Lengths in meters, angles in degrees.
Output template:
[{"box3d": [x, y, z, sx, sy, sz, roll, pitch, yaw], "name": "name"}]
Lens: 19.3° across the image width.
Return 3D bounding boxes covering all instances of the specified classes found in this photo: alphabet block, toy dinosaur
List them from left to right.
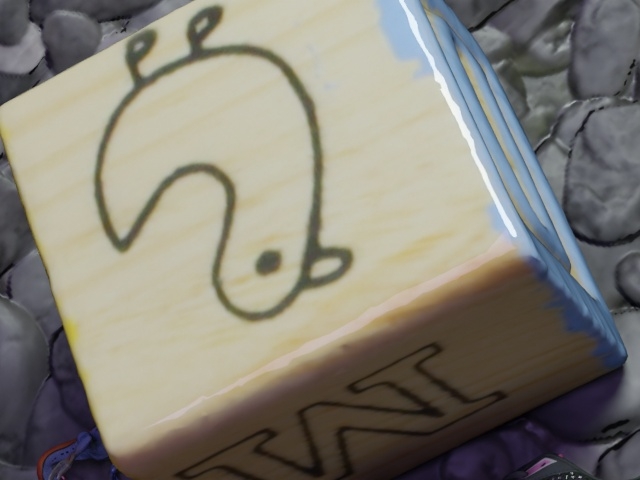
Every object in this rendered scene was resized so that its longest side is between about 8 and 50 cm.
[{"box3d": [-0.106, 0.106, 0.970, 0.082, 0.047, 0.090, -6, 38, 29], "name": "toy dinosaur"}, {"box3d": [0.000, 0.000, 0.865, 0.197, 0.193, 0.192, -28, 63, 11], "name": "alphabet block"}]

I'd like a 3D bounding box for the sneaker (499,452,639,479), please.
[{"box3d": [0.093, 0.136, 0.862, 0.178, 0.072, 0.077, -3, 60, 13], "name": "sneaker"}]
